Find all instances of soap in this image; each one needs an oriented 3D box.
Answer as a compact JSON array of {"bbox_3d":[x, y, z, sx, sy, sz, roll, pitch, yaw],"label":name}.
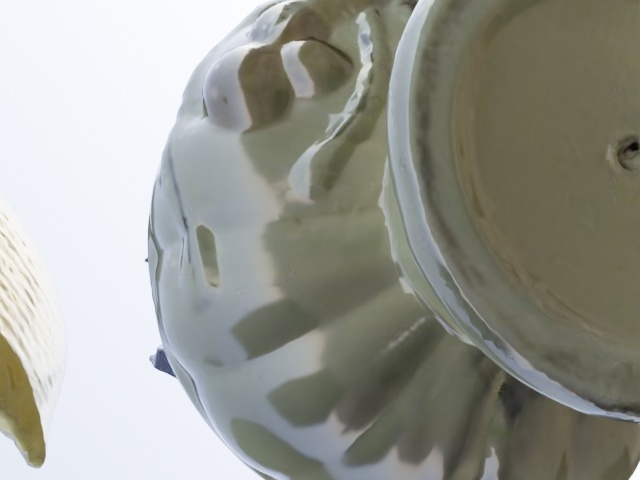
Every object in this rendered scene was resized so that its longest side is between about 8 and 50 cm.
[{"bbox_3d":[-0.339,0.033,1.238,0.306,0.115,0.427,53,-175,-18],"label":"soap"}]

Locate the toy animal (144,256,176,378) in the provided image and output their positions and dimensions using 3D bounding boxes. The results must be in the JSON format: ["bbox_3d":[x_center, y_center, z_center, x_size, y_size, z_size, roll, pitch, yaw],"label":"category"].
[{"bbox_3d":[-0.141,0.076,1.484,0.070,0.105,0.202,-170,77,-79],"label":"toy animal"}]

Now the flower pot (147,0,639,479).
[{"bbox_3d":[0.083,-0.012,0.631,0.307,0.244,0.307,6,-106,-23],"label":"flower pot"}]
